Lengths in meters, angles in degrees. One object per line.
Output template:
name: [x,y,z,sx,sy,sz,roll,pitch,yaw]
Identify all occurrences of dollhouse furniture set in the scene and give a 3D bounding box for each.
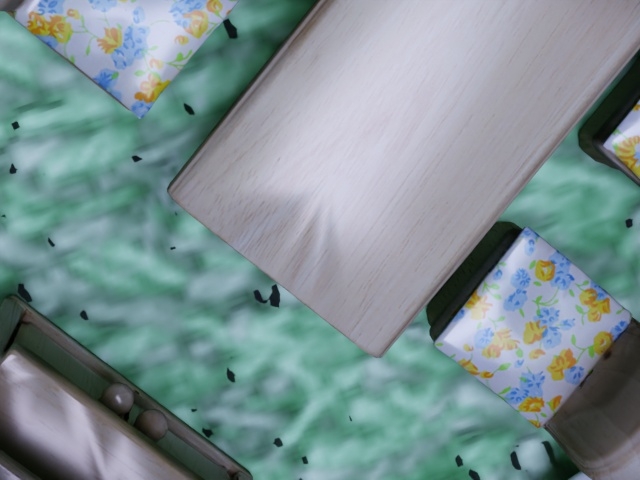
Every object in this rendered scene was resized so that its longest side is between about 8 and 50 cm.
dollhouse furniture set: [0.000,0.000,0.340,0.212,0.161,0.242,39,95,-11]

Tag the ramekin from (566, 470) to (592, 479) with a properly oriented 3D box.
ramekin: [0.116,0.170,0.368,0.109,0.207,0.207,21,98,-18]
